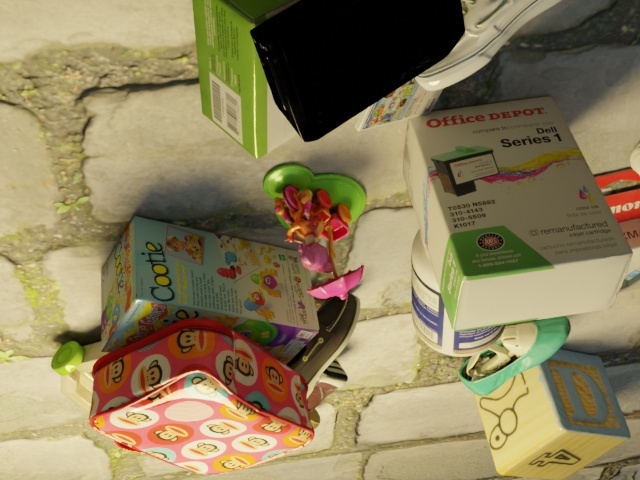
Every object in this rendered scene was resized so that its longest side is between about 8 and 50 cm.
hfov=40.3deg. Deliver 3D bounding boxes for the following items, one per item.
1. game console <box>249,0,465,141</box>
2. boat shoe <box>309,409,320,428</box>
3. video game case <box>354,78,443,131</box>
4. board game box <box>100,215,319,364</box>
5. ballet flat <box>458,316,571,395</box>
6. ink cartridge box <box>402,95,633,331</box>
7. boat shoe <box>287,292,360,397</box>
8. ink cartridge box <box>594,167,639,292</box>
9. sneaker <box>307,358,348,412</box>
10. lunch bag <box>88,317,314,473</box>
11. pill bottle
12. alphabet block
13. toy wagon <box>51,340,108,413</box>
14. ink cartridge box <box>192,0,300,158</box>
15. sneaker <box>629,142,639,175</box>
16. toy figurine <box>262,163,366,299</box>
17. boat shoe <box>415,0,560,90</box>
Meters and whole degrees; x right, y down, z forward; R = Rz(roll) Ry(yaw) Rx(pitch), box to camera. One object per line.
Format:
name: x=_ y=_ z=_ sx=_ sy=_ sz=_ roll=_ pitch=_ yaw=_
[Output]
game console: x=0.016 y=-0.269 z=0.767 sx=0.213 sy=0.044 sz=0.361 roll=-35 pitch=137 yaw=-13
boat shoe: x=-0.049 y=0.306 z=1.648 sx=0.072 sy=0.068 sz=0.190 roll=-38 pitch=137 yaw=14
video game case: x=0.103 y=-0.177 z=1.057 sx=0.122 sy=0.011 sz=0.087 roll=-19 pitch=151 yaw=-34
board game box: x=-0.162 y=0.087 z=1.260 sx=0.275 sy=0.144 sz=0.142 roll=13 pitch=137 yaw=-29
ballet flat: x=0.349 y=0.208 z=1.614 sx=0.087 sy=0.083 sz=0.247 roll=29 pitch=127 yaw=-23
ink cartridge box: x=0.231 y=-0.042 z=1.089 sx=0.201 sy=0.278 sz=0.117 roll=-8 pitch=140 yaw=-5
boat shoe: x=-0.019 y=0.169 z=1.389 sx=0.068 sy=0.228 sz=0.081 roll=41 pitch=164 yaw=-29
ink cartridge box: x=0.466 y=-0.004 z=1.377 sx=0.296 sy=0.066 sz=0.261 roll=-13 pitch=144 yaw=1
sneaker: x=-0.095 y=0.256 z=1.499 sx=0.281 sy=0.106 sz=0.162 roll=21 pitch=114 yaw=-36
lunch bag: x=-0.177 y=0.240 z=1.235 sx=0.258 sy=0.120 sz=0.293 roll=-26 pitch=139 yaw=21
pill bottle: x=0.212 y=0.049 z=1.304 sx=0.153 sy=0.153 sz=0.265 roll=-10 pitch=144 yaw=-2
alphabet block: x=0.454 y=0.345 z=1.728 sx=0.193 sy=0.192 sz=0.197 roll=14 pitch=137 yaw=-27
toy wagon: x=-0.256 y=0.235 z=1.418 sx=0.344 sy=0.068 sz=0.267 roll=-16 pitch=132 yaw=27
ink cartridge box: x=-0.004 y=-0.233 z=0.941 sx=0.255 sy=0.097 sz=0.189 roll=-36 pitch=152 yaw=-27
sneaker: x=0.543 y=-0.132 z=1.187 sx=0.090 sy=0.115 sz=0.232 roll=16 pitch=135 yaw=-32
toy figurine: x=0.000 y=0.000 z=1.178 sx=0.130 sy=0.159 sz=0.173 roll=-31 pitch=139 yaw=23
boat shoe: x=0.185 y=-0.263 z=0.965 sx=0.226 sy=0.083 sz=0.076 roll=-38 pitch=126 yaw=14
